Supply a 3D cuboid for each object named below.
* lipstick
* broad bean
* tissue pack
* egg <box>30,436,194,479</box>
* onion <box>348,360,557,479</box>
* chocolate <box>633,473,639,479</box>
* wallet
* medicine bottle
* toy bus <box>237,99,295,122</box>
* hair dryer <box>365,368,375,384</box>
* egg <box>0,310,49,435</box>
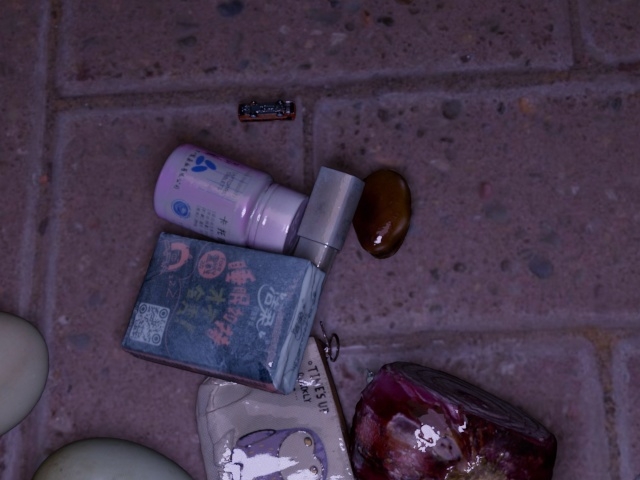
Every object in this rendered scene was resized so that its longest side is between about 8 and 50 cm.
[{"bbox_3d":[0.000,0.000,1.830,0.077,0.079,0.253,18,89,21],"label":"lipstick"},{"bbox_3d":[0.111,-0.051,1.859,0.114,0.084,0.165,-11,66,9],"label":"broad bean"},{"bbox_3d":[-0.170,0.121,1.771,0.316,0.103,0.228,10,74,26],"label":"tissue pack"},{"bbox_3d":[-0.328,0.433,1.668,0.295,0.218,0.218,9,73,-8],"label":"egg"},{"bbox_3d":[0.188,0.351,1.635,0.337,0.282,0.260,21,100,-26],"label":"onion"},{"bbox_3d":[0.639,0.418,1.683,0.303,0.100,0.185,-38,78,-5],"label":"chocolate"},{"bbox_3d":[-0.070,0.326,1.759,0.275,0.068,0.335,-14,71,-1],"label":"wallet"},{"bbox_3d":[-0.158,-0.067,1.843,0.254,0.152,0.152,22,76,11],"label":"medicine bottle"},{"bbox_3d":[-0.101,-0.243,1.950,0.110,0.043,0.031,-1,69,5],"label":"toy bus"},{"bbox_3d":[0.096,0.279,1.786,0.063,0.038,0.124,-19,67,-3],"label":"hair dryer"},{"bbox_3d":[-0.589,0.234,1.740,0.269,0.219,0.219,-34,73,-25],"label":"egg"}]
